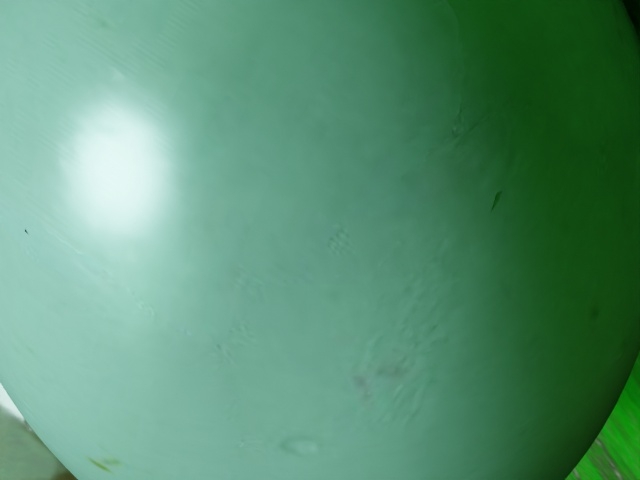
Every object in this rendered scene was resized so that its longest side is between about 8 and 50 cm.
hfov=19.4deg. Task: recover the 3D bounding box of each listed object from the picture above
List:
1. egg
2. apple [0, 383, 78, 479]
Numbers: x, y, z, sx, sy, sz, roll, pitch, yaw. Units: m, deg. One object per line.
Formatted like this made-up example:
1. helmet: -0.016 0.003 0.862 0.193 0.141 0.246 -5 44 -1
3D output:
1. egg: 0.000 0.000 0.630 0.230 0.230 0.371 41 165 24
2. apple: -0.116 0.072 1.013 0.234 0.257 0.257 24 150 48
